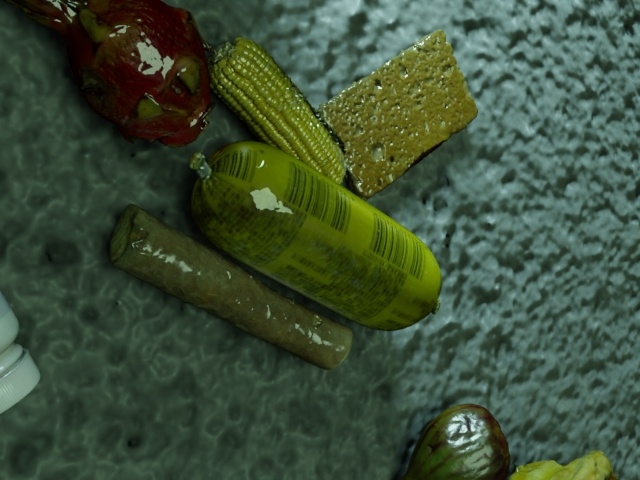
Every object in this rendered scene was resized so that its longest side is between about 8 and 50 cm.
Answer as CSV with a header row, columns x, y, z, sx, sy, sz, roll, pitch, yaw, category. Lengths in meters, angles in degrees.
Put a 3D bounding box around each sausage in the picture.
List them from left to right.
x,y,z,sx,sy,sz,roll,pitch,yaw,category
0.000,0.000,0.925,0.347,0.123,0.123,31,72,-31,sausage

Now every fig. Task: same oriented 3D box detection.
x,y,z,sx,sy,sz,roll,pitch,yaw,category
0.153,0.267,1.053,0.155,0.109,0.103,-21,126,-7,fig

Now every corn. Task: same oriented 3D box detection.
x,y,z,sx,sy,sz,roll,pitch,yaw,category
-0.042,-0.132,0.932,0.203,0.072,0.072,46,65,-27,corn

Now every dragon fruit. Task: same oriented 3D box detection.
x,y,z,sx,sy,sz,roll,pitch,yaw,category
-0.198,-0.181,0.792,0.246,0.125,0.125,32,74,-24,dragon fruit

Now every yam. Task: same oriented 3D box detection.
x,y,z,sx,sy,sz,roll,pitch,yaw,category
-0.083,0.058,0.901,0.300,0.066,0.066,31,72,-31,yam

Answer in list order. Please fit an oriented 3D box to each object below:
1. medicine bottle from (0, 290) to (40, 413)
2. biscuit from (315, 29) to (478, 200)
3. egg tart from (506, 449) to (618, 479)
x,y,z,sx,sy,sz,roll,pitch,yaw,category
-0.315,0.056,0.712,0.103,0.103,0.186,-36,109,-30,medicine bottle
0.097,-0.155,1.056,0.231,0.025,0.131,-36,108,-30,biscuit
0.262,0.377,1.079,0.290,0.115,0.290,-39,145,-33,egg tart
